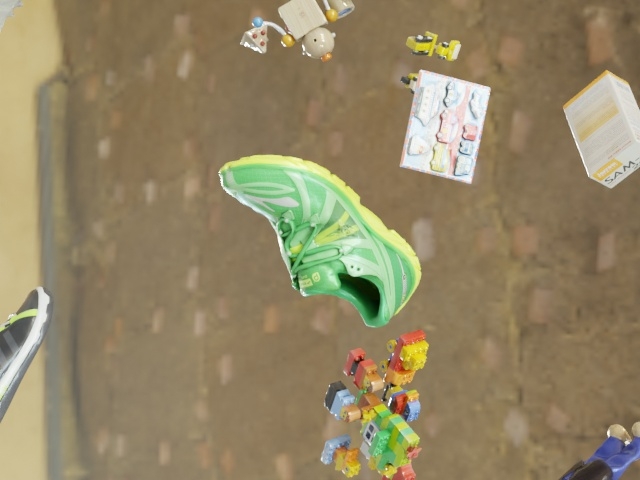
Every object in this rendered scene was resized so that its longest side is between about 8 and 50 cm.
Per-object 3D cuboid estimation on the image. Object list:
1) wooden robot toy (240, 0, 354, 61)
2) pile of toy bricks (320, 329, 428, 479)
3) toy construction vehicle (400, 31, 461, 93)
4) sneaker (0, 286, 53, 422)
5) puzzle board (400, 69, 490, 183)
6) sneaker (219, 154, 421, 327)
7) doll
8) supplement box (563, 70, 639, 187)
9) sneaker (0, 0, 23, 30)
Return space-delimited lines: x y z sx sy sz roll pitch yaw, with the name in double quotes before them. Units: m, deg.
"wooden robot toy" -0.001 -0.239 1.689 0.079 0.173 0.076 61 5 10
"pile of toy bricks" 0.075 0.211 1.682 0.105 0.118 0.212 47 -44 34
"toy construction vehicle" 0.146 -0.250 2.081 0.035 0.098 0.086 34 -60 36
"sneaker" -0.421 0.148 1.908 0.084 0.097 0.235 -40 -156 60
"puzzle board" 0.160 -0.145 1.909 0.011 0.096 0.128 163 -60 -77
"sneaker" 0.000 0.000 1.810 0.109 0.295 0.123 -23 -143 53
"doll" 0.288 0.266 1.649 0.129 0.189 0.046 -18 -79 54
"supplement box" 0.285 -0.110 1.478 0.062 0.036 0.098 -40 -136 32
"sneaker" -0.273 -0.131 0.913 0.102 0.146 0.293 62 -39 27
